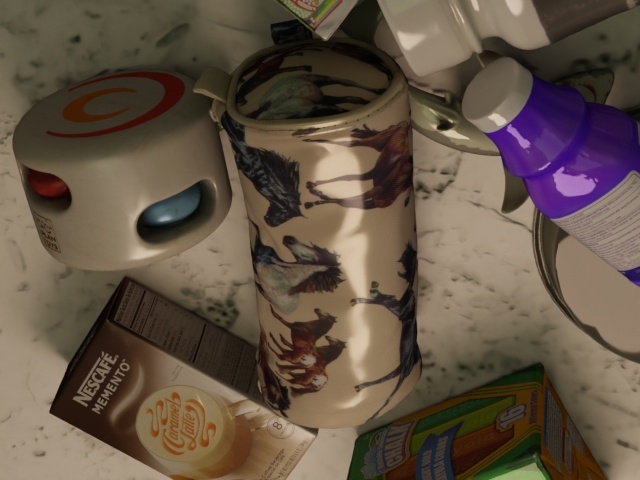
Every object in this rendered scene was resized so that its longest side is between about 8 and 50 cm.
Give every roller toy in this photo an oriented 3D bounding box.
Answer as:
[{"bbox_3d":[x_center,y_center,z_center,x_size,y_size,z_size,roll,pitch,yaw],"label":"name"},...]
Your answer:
[{"bbox_3d":[-0.187,-0.062,1.782,0.209,0.191,0.146,-6,117,11],"label":"roller toy"}]

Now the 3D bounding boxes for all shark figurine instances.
[{"bbox_3d":[0.119,-0.127,1.766,0.278,0.116,0.166,20,85,-12],"label":"shark figurine"}]

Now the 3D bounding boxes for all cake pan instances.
[{"bbox_3d":[0.352,0.005,1.827,0.293,0.054,0.293,3,118,6],"label":"cake pan"}]

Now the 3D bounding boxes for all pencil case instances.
[{"bbox_3d":[0.000,0.000,1.767,0.183,0.160,0.410,11,133,19],"label":"pencil case"}]

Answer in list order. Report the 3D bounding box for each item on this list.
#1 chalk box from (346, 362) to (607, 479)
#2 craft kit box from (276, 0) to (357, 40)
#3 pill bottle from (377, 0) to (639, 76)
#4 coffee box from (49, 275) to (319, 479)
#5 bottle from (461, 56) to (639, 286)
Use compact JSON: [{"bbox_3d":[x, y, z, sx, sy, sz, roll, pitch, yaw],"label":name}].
[{"bbox_3d":[0.134,0.285,1.934,0.289,0.180,0.179,-24,113,17],"label":"chalk box"},{"bbox_3d":[-0.084,-0.281,1.619,0.246,0.250,0.061,40,98,-13],"label":"craft kit box"},{"bbox_3d":[0.215,-0.285,1.581,0.361,0.204,0.204,-22,113,10],"label":"pill bottle"},{"bbox_3d":[-0.136,0.166,1.950,0.246,0.098,0.141,29,117,-8],"label":"coffee box"},{"bbox_3d":[0.245,-0.061,1.683,0.283,0.092,0.118,34,131,-29],"label":"bottle"}]
